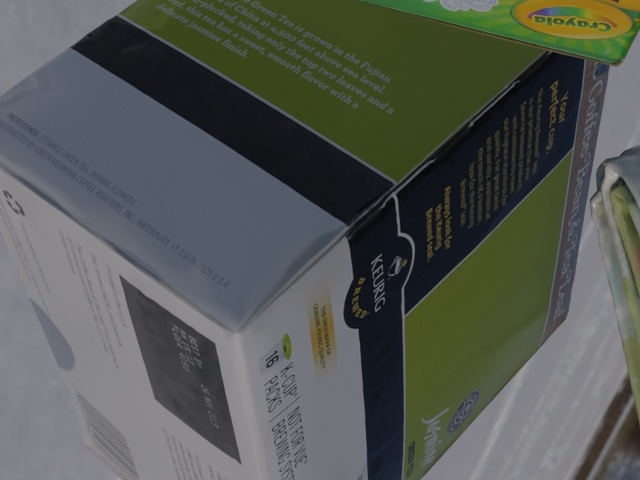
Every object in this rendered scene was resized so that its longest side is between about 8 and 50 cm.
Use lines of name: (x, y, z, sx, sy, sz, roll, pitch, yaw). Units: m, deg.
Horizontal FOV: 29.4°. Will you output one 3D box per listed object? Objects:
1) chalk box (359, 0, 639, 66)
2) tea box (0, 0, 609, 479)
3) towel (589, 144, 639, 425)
chalk box: (0.074, -0.160, 0.453, 0.213, 0.132, 0.132, 93, 11, -67)
tea box: (0.000, 0.000, 0.780, 0.323, 0.220, 0.329, -41, 149, -27)
towel: (0.345, 0.071, 0.659, 0.090, 0.375, 0.320, 172, -95, -77)
